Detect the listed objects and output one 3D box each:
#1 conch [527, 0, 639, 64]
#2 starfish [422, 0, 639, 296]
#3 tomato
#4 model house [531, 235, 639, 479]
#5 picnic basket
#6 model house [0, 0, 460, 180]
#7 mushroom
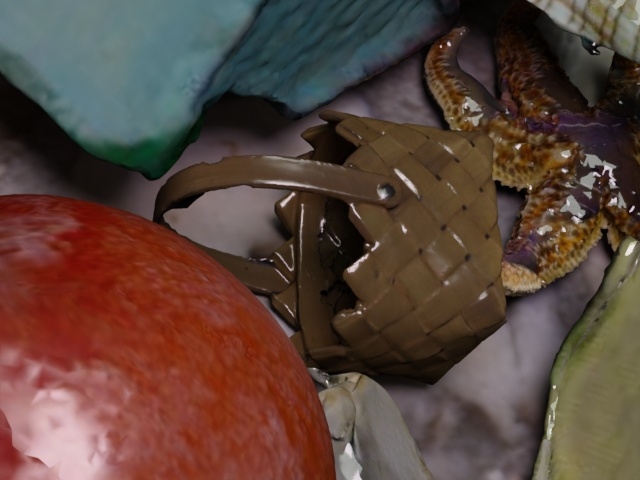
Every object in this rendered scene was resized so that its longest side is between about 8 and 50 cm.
[{"bbox_3d":[0.131,-0.241,0.967,0.203,0.169,0.386,-4,35,-32],"label":"conch"},{"bbox_3d":[0.149,-0.042,0.953,0.216,0.071,0.238,-32,62,-23],"label":"starfish"},{"bbox_3d":[-0.125,0.104,0.672,0.265,0.265,0.264,7,58,-11],"label":"tomato"},{"bbox_3d":[0.298,0.105,0.806,0.266,0.261,0.321,22,95,-24],"label":"model house"},{"bbox_3d":[0.000,0.000,0.845,0.179,0.128,0.137,11,59,-22],"label":"picnic basket"},{"bbox_3d":[-0.077,-0.189,0.926,0.280,0.249,0.230,42,103,16],"label":"model house"},{"bbox_3d":[0.013,0.189,0.758,0.096,0.099,0.278,1,62,-8],"label":"mushroom"}]
